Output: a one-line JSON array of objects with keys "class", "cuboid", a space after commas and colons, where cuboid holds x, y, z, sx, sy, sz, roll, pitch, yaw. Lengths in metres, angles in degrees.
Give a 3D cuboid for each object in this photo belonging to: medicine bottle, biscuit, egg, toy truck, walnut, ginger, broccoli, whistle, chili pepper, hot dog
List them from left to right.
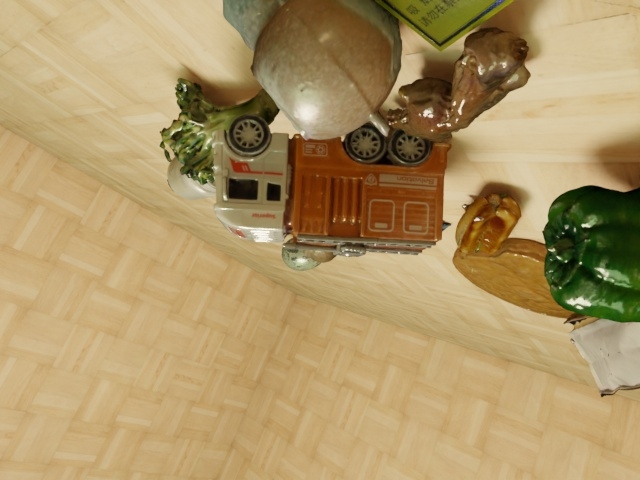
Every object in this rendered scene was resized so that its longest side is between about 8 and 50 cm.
[{"class": "medicine bottle", "cuboid": [-0.306, -0.184, 1.181, 0.143, 0.143, 0.258, 32, 165, -30]}, {"class": "broccoli", "cuboid": [-0.196, -0.247, 0.877, 0.198, 0.177, 0.275, 56, 134, 6]}, {"class": "whistle", "cuboid": [-0.031, -0.258, 0.513, 0.348, 0.189, 0.189, 46, 165, 0]}, {"class": "egg", "cuboid": [-0.066, 0.052, 1.699, 0.172, 0.132, 0.132, 6, 161, 20]}, {"class": "walnut", "cuboid": [-0.001, 0.001, 1.400, 0.140, 0.140, 0.162, 22, 155, 6]}, {"class": "toy truck", "cuboid": [0.010, -0.077, 0.758, 0.387, 0.207, 0.173, 3, 170, -2]}, {"class": "ginger", "cuboid": [0.164, -0.185, 0.551, 0.122, 0.084, 0.290, 23, 174, -8]}, {"class": "hot dog", "cuboid": [0.325, -0.032, 0.884, 0.104, 0.076, 0.250, 0, 164, 13]}, {"class": "biscuit", "cuboid": [0.529, 0.113, 1.102, 0.385, 0.062, 0.365, 27, 165, -14]}, {"class": "chili pepper", "cuboid": [0.489, 0.010, 0.576, 0.385, 0.213, 0.167, 5, 121, -2]}]

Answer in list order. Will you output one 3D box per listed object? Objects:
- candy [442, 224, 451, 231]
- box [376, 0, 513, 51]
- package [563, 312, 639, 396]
[{"class": "candy", "cuboid": [0.252, -0.021, 1.087, 0.088, 0.038, 0.136, 5, 166, -7]}, {"class": "box", "cuboid": [0.075, -0.277, 0.379, 0.220, 0.064, 0.141, 26, 167, -19]}, {"class": "package", "cuboid": [0.637, 0.168, 0.885, 0.165, 0.221, 0.311, 51, 170, 22]}]
